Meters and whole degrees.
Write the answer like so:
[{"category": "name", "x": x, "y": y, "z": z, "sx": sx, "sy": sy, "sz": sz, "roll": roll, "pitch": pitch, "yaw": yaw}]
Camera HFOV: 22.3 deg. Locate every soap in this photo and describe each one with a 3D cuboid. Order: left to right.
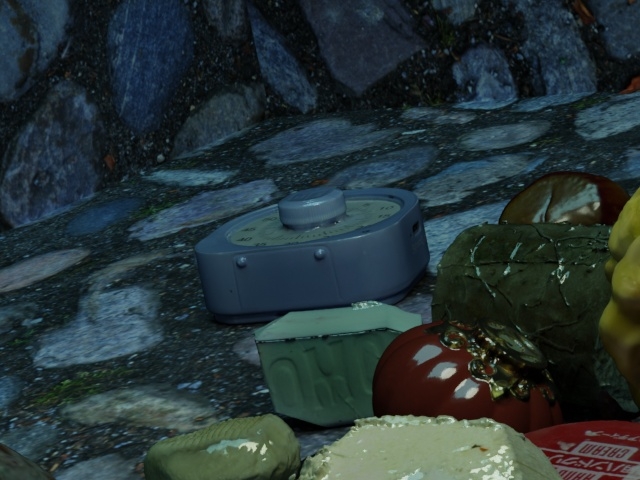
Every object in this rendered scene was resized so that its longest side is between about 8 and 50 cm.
[{"category": "soap", "x": 0.027, "y": 0.165, "z": 2.132, "sx": 0.230, "sy": 0.145, "sz": 0.091, "roll": -11, "pitch": 14, "yaw": 7}]

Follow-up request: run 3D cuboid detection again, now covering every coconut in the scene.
[{"category": "coconut", "x": 0.089, "y": 0.308, "z": 1.297, "sx": 0.297, "sy": 0.254, "sz": 0.297, "roll": -9, "pitch": 33, "yaw": 6}]

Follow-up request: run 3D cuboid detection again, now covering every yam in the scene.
[{"category": "yam", "x": 0.311, "y": 0.083, "z": 2.041, "sx": 0.241, "sy": 0.241, "sz": 0.348, "roll": -23, "pitch": 17, "yaw": -37}]

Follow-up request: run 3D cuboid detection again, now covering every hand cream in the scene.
[{"category": "hand cream", "x": 0.253, "y": 0.275, "z": 1.511, "sx": 0.230, "sy": 0.149, "sz": 0.230, "roll": -9, "pitch": 13, "yaw": 2}]

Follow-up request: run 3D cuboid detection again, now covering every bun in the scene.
[{"category": "bun", "x": -0.111, "y": 0.268, "z": 1.895, "sx": 0.188, "sy": 0.111, "sz": 0.164, "roll": -14, "pitch": -3, "yaw": 3}]

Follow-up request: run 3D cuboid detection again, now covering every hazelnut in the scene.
[{"category": "hazelnut", "x": 0.395, "y": -0.018, "z": 2.549, "sx": 0.212, "sy": 0.181, "sz": 0.181, "roll": -5, "pitch": 44, "yaw": 30}]

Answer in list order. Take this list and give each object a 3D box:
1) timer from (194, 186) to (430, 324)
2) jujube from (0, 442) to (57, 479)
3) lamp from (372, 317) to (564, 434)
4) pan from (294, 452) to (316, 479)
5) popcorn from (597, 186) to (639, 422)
[{"category": "timer", "x": 0.000, "y": 0.000, "z": 2.758, "sx": 0.395, "sy": 0.173, "sz": 0.395, "roll": -12, "pitch": 14, "yaw": 3}, {"category": "jujube", "x": -0.367, "y": 0.313, "z": 1.669, "sx": 0.215, "sy": 0.246, "sz": 0.308, "roll": -24, "pitch": 25, "yaw": -39}, {"category": "lamp", "x": 0.161, "y": 0.194, "z": 1.814, "sx": 0.227, "sy": 0.227, "sz": 0.227, "roll": -11, "pitch": 14, "yaw": 3}, {"category": "pan", "x": 0.049, "y": 0.264, "z": 1.965, "sx": 0.136, "sy": 0.028, "sz": 0.235, "roll": 0, "pitch": 18, "yaw": 39}, {"category": "popcorn", "x": 0.422, "y": 0.100, "z": 1.619, "sx": 0.349, "sy": 0.381, "sz": 0.349, "roll": 24, "pitch": 13, "yaw": -6}]
